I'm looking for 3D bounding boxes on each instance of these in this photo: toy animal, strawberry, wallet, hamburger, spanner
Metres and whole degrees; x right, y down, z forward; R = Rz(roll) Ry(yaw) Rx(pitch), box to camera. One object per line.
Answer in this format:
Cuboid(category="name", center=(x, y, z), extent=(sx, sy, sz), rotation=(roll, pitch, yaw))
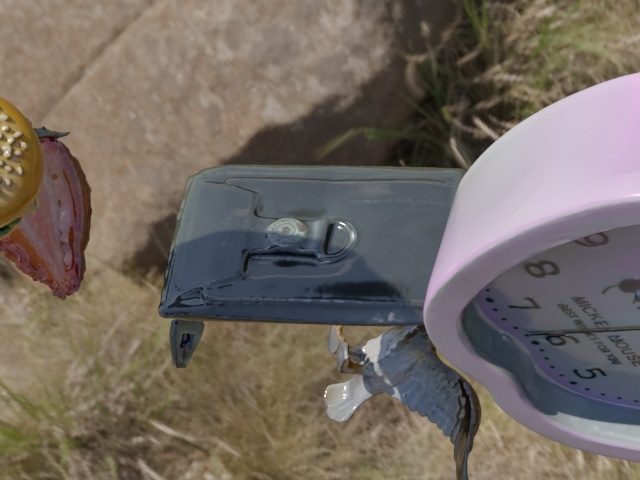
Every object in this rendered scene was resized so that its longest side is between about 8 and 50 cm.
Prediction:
Cuboid(category="toy animal", center=(0.091, 0.113, 1.256), extent=(0.160, 0.197, 0.272), rotation=(-3, 37, -11))
Cuboid(category="strawberry", center=(-0.370, -0.040, 1.660), extent=(0.174, 0.228, 0.098), rotation=(-40, 9, -33))
Cuboid(category="wallet", center=(0.000, 0.000, 1.015), extent=(0.245, 0.052, 0.169), rotation=(0, 45, 12))
Cuboid(category="hamburger", center=(-0.346, -0.070, 1.227), extent=(0.115, 0.162, 0.162), rotation=(-26, 45, 58))
Cuboid(category="spanner", center=(-0.179, 0.046, 1.891), extent=(0.040, 0.095, 0.325), rotation=(45, 126, 53))

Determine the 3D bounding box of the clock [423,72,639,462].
Cuboid(category="clock", center=(0.240, 0.035, 0.813), extent=(0.338, 0.338, 0.102), rotation=(0, 55, 27))
